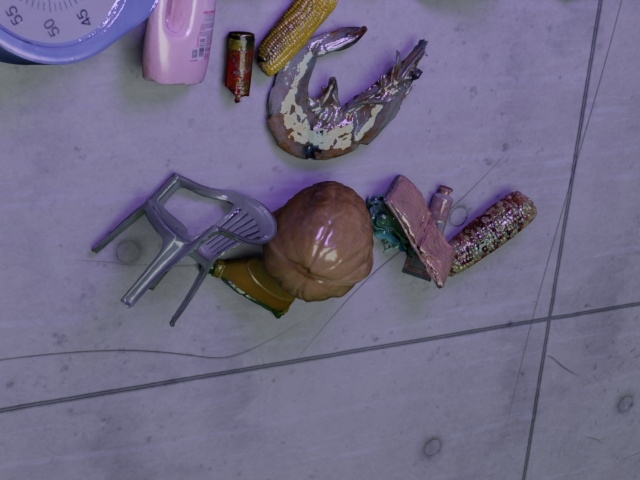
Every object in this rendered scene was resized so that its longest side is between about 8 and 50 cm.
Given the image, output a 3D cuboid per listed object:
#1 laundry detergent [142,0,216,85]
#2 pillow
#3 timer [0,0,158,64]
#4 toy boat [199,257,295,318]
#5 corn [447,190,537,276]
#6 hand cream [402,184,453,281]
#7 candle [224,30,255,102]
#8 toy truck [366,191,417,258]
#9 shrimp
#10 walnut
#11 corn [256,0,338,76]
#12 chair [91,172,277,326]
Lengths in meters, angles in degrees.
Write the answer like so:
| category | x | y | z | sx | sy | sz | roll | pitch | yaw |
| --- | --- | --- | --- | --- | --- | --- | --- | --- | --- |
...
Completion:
| category | x | y | z | sx | sy | sz | roll | pitch | yaw |
| --- | --- | --- | --- | --- | --- | --- | --- | --- | --- |
| laundry detergent | -0.232 | -0.435 | 1.744 | 0.159 | 0.088 | 0.335 | -24 | 127 | -60 |
| pillow | 0.208 | -0.021 | 2.118 | 0.232 | 0.043 | 0.126 | 57 | 36 | -17 |
| timer | -0.439 | -0.436 | 1.539 | 0.395 | 0.173 | 0.394 | -12 | 108 | -44 |
| toy boat | -0.134 | 0.087 | 2.050 | 0.088 | 0.089 | 0.229 | -28 | 132 | 33 |
| corn | 0.360 | -0.013 | 2.245 | 0.253 | 0.086 | 0.086 | -38 | 123 | -5 |
| hand cream | 0.237 | -0.017 | 2.204 | 0.067 | 0.043 | 0.209 | 18 | 105 | 6 |
| candle | -0.149 | -0.315 | 1.875 | 0.052 | 0.052 | 0.130 | -3 | 112 | -26 |
| toy truck | 0.140 | -0.024 | 2.143 | 0.078 | 0.080 | 0.154 | -34 | 127 | 22 |
| shrimp | 0.055 | -0.301 | 1.978 | 0.360 | 0.085 | 0.247 | -34 | 116 | -6 |
| walnut | 0.000 | 0.000 | 1.977 | 0.225 | 0.261 | 0.224 | 4 | 117 | 7 |
| corn | -0.046 | -0.391 | 1.885 | 0.072 | 0.072 | 0.203 | 39 | 92 | -34 |
| chair | -0.241 | 0.003 | 1.886 | 0.274 | 0.203 | 0.190 | -46 | 135 | 7 |
